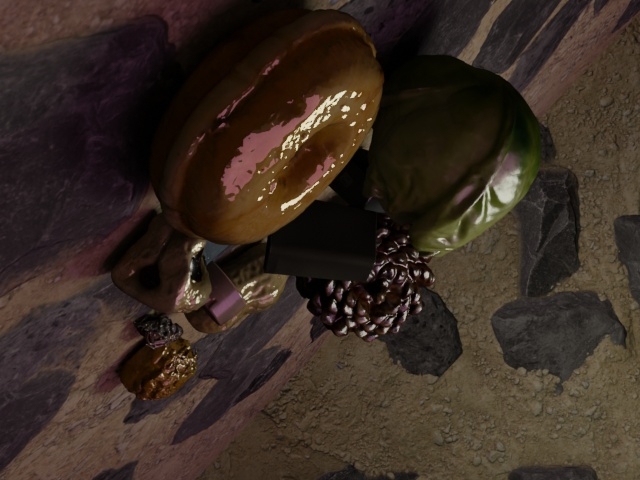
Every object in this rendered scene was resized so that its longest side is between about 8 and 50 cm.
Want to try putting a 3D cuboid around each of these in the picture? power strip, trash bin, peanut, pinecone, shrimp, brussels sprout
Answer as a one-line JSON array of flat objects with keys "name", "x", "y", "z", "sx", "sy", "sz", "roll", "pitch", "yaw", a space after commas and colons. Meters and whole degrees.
[{"name": "power strip", "x": -0.235, "y": 0.105, "z": 1.636, "sx": 0.078, "sy": 0.154, "sz": 0.154, "roll": -41, "pitch": 164, "yaw": -13}, {"name": "trash bin", "x": 0.109, "y": -0.147, "z": 1.875, "sx": 0.101, "sy": 0.177, "sz": 0.236, "roll": -51, "pitch": 160, "yaw": 19}, {"name": "peanut", "x": -0.188, "y": 0.116, "z": 1.810, "sx": 0.313, "sy": 0.152, "sz": 0.152, "roll": -31, "pitch": 159, "yaw": -39}, {"name": "trash bin", "x": 0.000, "y": 0.000, "z": 1.730, "sx": 0.122, "sy": 0.240, "sz": 0.164, "roll": 109, "pitch": -12, "yaw": -57}, {"name": "pinecone", "x": 0.118, "y": 0.069, "z": 2.160, "sx": 0.397, "sy": 0.398, "sz": 0.398, "roll": -42, "pitch": 165, "yaw": -14}, {"name": "shrimp", "x": -0.364, "y": 0.199, "z": 1.693, "sx": 0.073, "sy": 0.075, "sz": 0.190, "roll": -16, "pitch": 158, "yaw": 12}, {"name": "brussels sprout", "x": 0.296, "y": -0.202, "z": 1.681, "sx": 0.361, "sy": 0.425, "sz": 0.342, "roll": -25, "pitch": -159, "yaw": 33}]

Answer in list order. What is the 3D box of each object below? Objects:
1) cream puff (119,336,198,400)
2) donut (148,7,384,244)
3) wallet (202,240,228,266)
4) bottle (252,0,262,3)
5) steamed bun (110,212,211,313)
[{"name": "cream puff", "x": -0.379, "y": 0.309, "z": 1.819, "sx": 0.189, "sy": 0.129, "sz": 0.189, "roll": -41, "pitch": 167, "yaw": -11}, {"name": "donut", "x": -0.079, "y": -0.174, "z": 1.217, "sx": 0.449, "sy": 0.198, "sz": 0.449, "roll": -41, "pitch": 161, "yaw": -17}, {"name": "wallet", "x": -0.162, "y": -0.093, "z": 1.503, "sx": 0.251, "sy": 0.054, "sz": 0.290, "roll": -42, "pitch": 163, "yaw": -20}, {"name": "bottle", "x": -0.017, "y": -0.418, "z": 1.003, "sx": 0.244, "sy": 0.072, "sz": 0.082, "roll": -45, "pitch": 144, "yaw": -5}, {"name": "steamed bun", "x": -0.272, "y": 0.032, "z": 1.365, "sx": 0.141, "sy": 0.172, "sz": 0.155, "roll": -36, "pitch": 148, "yaw": -73}]
